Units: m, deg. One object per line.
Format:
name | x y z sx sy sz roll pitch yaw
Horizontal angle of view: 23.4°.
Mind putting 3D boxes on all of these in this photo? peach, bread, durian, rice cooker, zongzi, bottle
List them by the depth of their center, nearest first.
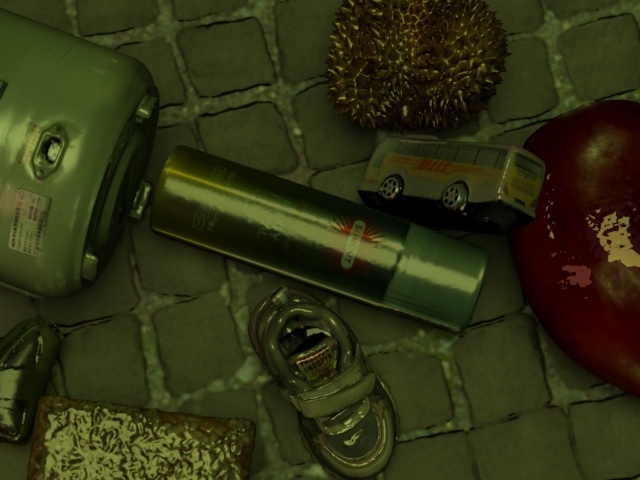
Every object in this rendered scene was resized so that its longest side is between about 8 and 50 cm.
bread | -0.153 0.248 1.245 0.184 0.110 0.234 6 79 -3
rice cooker | -0.264 -0.074 1.263 0.244 0.226 0.226 22 77 1
peach | 0.239 0.016 1.289 0.153 0.159 0.267 -8 79 3
zongzi | -0.286 0.107 1.304 0.119 0.055 0.109 14 74 13
bottle | 0.000 0.000 1.317 0.286 0.082 0.082 18 77 3
durian | 0.085 -0.164 1.338 0.158 0.137 0.168 18 62 -17

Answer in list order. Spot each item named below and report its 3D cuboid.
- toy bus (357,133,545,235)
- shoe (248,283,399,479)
toy bus | 0.108 -0.049 1.292 0.057 0.172 0.072 25 80 -39
shoe | 0.007 0.113 1.285 0.089 0.092 0.180 -29 79 -8
